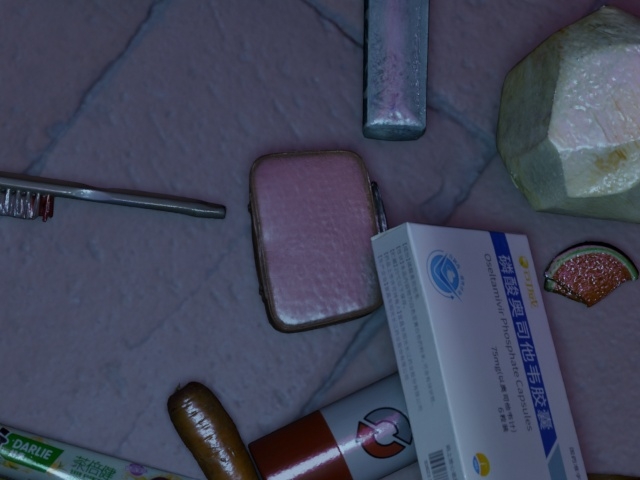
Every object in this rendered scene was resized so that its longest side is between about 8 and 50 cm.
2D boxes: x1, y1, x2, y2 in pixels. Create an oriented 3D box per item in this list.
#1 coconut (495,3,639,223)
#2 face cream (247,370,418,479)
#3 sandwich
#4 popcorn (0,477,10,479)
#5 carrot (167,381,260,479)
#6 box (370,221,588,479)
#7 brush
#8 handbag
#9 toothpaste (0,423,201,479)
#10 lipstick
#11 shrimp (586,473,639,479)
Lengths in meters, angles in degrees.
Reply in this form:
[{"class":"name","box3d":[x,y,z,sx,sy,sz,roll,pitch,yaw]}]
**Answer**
[{"class":"coconut","box3d":[0.303,-0.122,1.509,0.236,0.197,0.237,0,90,4]},{"class":"face cream","box3d":[0.038,0.212,1.494,0.214,0.096,0.096,-25,85,-7]},{"class":"sandwich","box3d":[0.297,0.036,1.573,0.101,0.026,0.069,-30,89,-4]},{"class":"popcorn","box3d":[-0.302,0.361,1.391,0.225,0.249,0.249,-40,86,5]},{"class":"carrot","box3d":[-0.090,0.260,1.501,0.059,0.059,0.248,-28,88,-7]},{"class":"box","box3d":[0.171,0.155,1.445,0.200,0.065,0.343,5,67,-44]},{"class":"brush","box3d":[-0.264,-0.040,1.529,0.321,0.060,0.050,7,94,-3]},{"class":"handbag","box3d":[0.000,0.000,1.534,0.151,0.072,0.193,-6,81,-5]},{"class":"toothpaste","box3d":[-0.265,0.248,1.493,0.314,0.056,0.058,18,105,-4]},{"class":"lipstick","box3d":[0.085,-0.255,1.571,0.076,0.077,0.290,1,83,-4]},{"class":"shrimp","box3d":[0.307,0.310,1.520,0.267,0.061,0.145,-28,76,-5]}]
